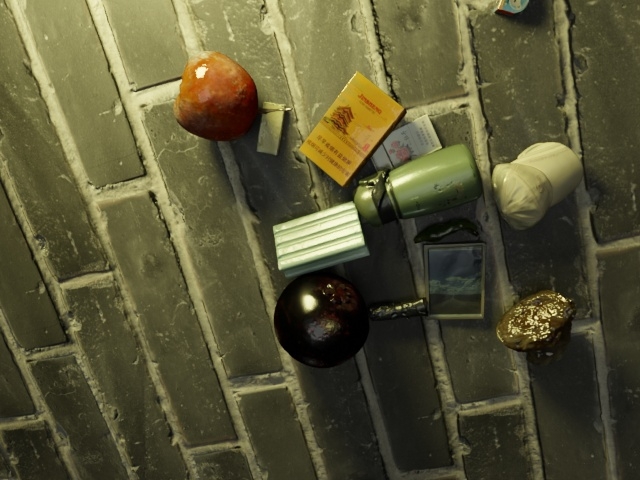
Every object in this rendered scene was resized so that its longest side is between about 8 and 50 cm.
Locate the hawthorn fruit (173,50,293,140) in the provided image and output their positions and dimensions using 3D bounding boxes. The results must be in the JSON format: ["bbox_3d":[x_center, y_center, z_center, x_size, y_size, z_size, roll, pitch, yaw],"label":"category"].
[{"bbox_3d":[-0.282,-0.375,1.218,0.235,0.231,0.263,-32,98,39],"label":"hawthorn fruit"}]

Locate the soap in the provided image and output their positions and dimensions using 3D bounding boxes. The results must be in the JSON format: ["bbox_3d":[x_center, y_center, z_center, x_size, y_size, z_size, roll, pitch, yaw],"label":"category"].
[{"bbox_3d":[0.000,0.000,1.328,0.265,0.087,0.159,-17,60,10],"label":"soap"}]

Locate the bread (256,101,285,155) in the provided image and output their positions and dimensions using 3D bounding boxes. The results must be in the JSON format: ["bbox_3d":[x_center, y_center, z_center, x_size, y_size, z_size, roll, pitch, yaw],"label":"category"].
[{"bbox_3d":[-0.148,-0.333,1.319,0.068,0.028,0.153,11,107,3],"label":"bread"}]

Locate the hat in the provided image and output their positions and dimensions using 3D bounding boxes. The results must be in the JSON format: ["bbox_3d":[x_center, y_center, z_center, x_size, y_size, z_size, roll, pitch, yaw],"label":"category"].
[{"bbox_3d":[0.617,-0.147,1.236,0.226,0.164,0.219,-30,102,35],"label":"hat"}]

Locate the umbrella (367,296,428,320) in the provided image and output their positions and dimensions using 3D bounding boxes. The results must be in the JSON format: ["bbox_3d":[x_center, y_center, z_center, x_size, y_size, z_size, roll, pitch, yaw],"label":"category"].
[{"bbox_3d":[0.226,0.224,1.416,0.236,0.059,0.066,-7,91,12],"label":"umbrella"}]

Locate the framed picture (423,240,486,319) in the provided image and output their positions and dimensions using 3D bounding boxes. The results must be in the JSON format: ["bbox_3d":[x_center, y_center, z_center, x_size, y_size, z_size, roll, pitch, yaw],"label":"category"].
[{"bbox_3d":[0.422,0.129,1.391,0.189,0.023,0.260,-2,106,9],"label":"framed picture"}]

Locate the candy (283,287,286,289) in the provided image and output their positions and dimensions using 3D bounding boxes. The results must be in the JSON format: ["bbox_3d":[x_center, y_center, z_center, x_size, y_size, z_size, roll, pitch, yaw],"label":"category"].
[{"bbox_3d":[-0.107,0.234,1.463,0.045,0.043,0.175,8,110,2],"label":"candy"}]

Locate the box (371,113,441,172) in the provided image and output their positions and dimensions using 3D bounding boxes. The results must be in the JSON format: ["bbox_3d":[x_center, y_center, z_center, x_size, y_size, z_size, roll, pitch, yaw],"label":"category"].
[{"bbox_3d":[0.242,-0.275,1.293,0.198,0.029,0.109,-25,101,11],"label":"box"}]

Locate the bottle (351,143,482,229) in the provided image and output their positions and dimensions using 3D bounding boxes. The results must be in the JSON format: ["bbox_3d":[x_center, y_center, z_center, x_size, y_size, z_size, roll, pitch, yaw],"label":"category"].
[{"bbox_3d":[0.264,-0.144,1.252,0.347,0.168,0.168,-18,103,9],"label":"bottle"}]

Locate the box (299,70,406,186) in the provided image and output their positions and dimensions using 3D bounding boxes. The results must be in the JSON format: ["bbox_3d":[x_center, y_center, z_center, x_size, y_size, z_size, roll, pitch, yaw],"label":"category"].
[{"bbox_3d":[0.091,-0.310,1.259,0.174,0.076,0.274,41,106,5],"label":"box"}]

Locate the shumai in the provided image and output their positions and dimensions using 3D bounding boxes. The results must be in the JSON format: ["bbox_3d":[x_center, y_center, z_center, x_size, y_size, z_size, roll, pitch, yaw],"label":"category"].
[{"bbox_3d":[0.672,0.264,1.349,0.185,0.184,0.218,33,96,-39],"label":"shumai"}]

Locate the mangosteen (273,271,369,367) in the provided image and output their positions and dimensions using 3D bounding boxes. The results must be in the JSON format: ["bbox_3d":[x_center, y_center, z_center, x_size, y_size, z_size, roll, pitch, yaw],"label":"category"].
[{"bbox_3d":[-0.010,0.241,1.341,0.297,0.297,0.313,53,142,-9],"label":"mangosteen"}]

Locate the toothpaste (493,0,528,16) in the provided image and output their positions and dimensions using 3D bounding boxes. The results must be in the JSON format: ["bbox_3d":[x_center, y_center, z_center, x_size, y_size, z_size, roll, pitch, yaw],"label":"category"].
[{"bbox_3d":[0.521,-0.689,1.143,0.070,0.044,0.193,16,106,0],"label":"toothpaste"}]

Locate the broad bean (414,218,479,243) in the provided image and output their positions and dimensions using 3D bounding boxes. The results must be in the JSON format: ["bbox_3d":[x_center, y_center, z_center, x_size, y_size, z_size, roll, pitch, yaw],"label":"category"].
[{"bbox_3d":[0.381,-0.030,1.338,0.195,0.046,0.061,-7,102,6],"label":"broad bean"}]
